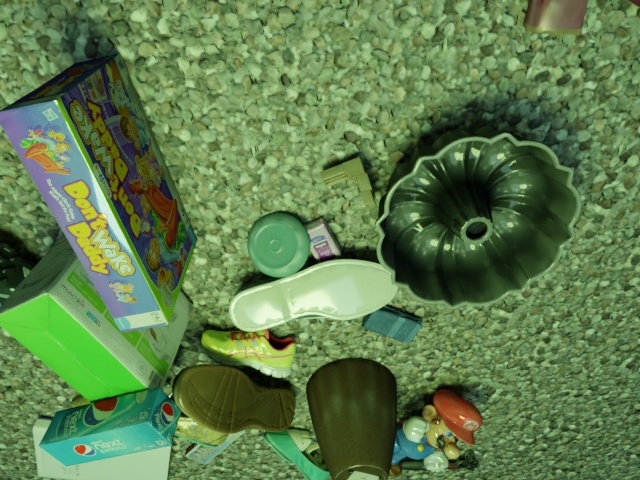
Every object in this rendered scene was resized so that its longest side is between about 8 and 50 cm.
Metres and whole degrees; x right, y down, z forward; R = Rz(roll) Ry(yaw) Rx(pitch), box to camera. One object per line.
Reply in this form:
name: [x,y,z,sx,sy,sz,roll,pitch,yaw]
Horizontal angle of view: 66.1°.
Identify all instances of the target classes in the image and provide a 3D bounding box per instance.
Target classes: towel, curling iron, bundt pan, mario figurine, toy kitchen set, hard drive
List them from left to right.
hard drive: [-0.542,0.542,1.240,0.319,0.040,0.210,10,122,-9]
toy kitchen set: [0.052,-0.083,0.844,0.075,0.083,0.068,-19,163,10]
towel: [0.150,0.175,1.035,0.120,0.029,0.067,21,120,-16]
mario figurine: [0.242,0.480,1.144,0.320,0.198,0.170,-44,73,30]
curling iron: [0.289,0.586,1.303,0.274,0.035,0.068,2,126,-5]
bundt pan: [0.248,-0.048,0.838,0.331,0.124,0.330,-1,124,-2]

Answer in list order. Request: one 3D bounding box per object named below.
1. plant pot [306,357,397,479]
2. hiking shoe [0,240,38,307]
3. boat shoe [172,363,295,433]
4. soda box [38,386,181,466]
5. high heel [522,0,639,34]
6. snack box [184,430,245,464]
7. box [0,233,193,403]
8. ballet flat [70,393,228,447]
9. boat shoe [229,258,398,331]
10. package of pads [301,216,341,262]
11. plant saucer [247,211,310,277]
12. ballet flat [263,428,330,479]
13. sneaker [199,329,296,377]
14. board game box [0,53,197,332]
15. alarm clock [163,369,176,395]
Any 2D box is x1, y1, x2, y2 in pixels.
plant pot: [0.077,0.416,1.069,0.216,0.230,0.215,-1,123,-2]
hiking shoe: [-0.553,0.098,0.932,0.132,0.113,0.304,-15,130,39]
boat shoe: [-0.193,0.329,1.030,0.123,0.123,0.342,1,160,36]
soda box: [-0.342,0.307,0.806,0.210,0.067,0.071,-17,125,13]
high heel: [0.466,-0.369,0.628,0.377,0.127,0.181,-3,134,4]
snack box: [-0.266,0.505,1.237,0.064,0.022,0.178,35,115,-23]
box: [-0.368,0.122,0.860,0.127,0.231,0.262,-21,122,17]
ballet flat: [-0.362,0.364,1.101,0.349,0.123,0.123,21,120,-14]
boat shoe: [-0.013,0.098,0.950,0.320,0.099,0.116,-12,96,1]
package of pads: [0.000,0.000,0.914,0.050,0.032,0.083,-21,121,15]
plant saucer: [-0.079,0.009,0.887,0.119,0.021,0.119,1,94,13]
ballet flat: [-0.046,0.527,1.238,0.087,0.083,0.247,-39,119,-6]
sneaker: [-0.146,0.213,1.028,0.209,0.081,0.094,18,109,-17]
board game box: [-0.299,-0.071,0.737,0.078,0.233,0.347,-10,123,5]
alarm clock: [-0.338,0.272,1.001,0.064,0.192,0.129,-43,126,-29]
